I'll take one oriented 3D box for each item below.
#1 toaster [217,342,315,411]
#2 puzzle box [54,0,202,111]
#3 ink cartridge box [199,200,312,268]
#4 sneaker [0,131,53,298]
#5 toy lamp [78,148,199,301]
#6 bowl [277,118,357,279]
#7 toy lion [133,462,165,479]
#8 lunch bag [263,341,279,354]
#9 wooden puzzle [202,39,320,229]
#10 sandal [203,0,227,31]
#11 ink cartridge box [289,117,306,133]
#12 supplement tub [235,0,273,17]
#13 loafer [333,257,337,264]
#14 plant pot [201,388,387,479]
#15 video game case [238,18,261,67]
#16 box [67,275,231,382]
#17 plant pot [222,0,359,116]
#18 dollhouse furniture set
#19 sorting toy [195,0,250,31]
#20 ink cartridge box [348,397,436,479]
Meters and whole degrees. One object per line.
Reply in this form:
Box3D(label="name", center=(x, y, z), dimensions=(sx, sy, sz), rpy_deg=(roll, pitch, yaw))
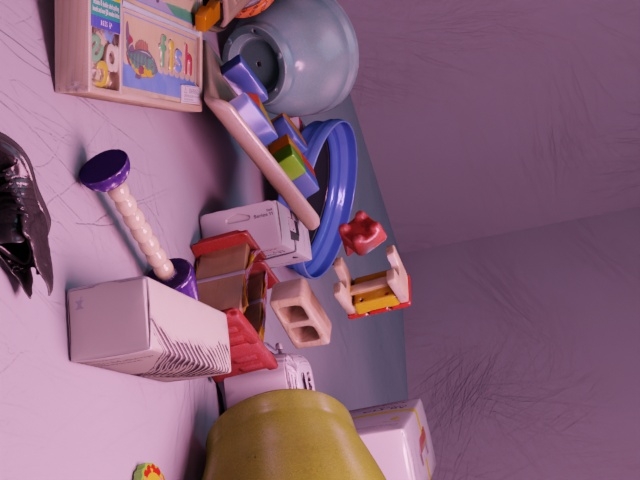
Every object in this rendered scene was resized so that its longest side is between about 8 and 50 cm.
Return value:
Box3D(label="toaster", center=(-0.086, 0.294, 1.530), dimensions=(0.129, 0.147, 0.227), rpy_deg=(27, 52, -74))
Box3D(label="puzzle box", center=(-0.270, -0.339, 1.320), dimensions=(0.409, 0.052, 0.272), rpy_deg=(-21, 112, -76))
Box3D(label="ink cartridge box", center=(-0.117, -0.003, 1.656), dimensions=(0.208, 0.153, 0.086), rpy_deg=(32, 48, -73))
Box3D(label="sneaker", center=(-0.325, -0.027, 0.941), dimensions=(0.089, 0.051, 0.170), rpy_deg=(-94, 170, -52))
Box3D(label="toy lamp", center=(-0.244, 0.001, 1.242), dimensions=(0.080, 0.080, 0.274), rpy_deg=(-89, 161, -47))
Box3D(label="bowl", center=(-0.007, -0.103, 2.137), dimensions=(0.391, 0.077, 0.391), rpy_deg=(12, 90, -73))
Box3D(label="toy lion", center=(-0.221, 0.337, 1.144), dimensions=(0.100, 0.034, 0.096), rpy_deg=(23, 50, -75))
Box3D(label="lunch bag", center=(-0.104, 0.237, 1.735), dimensions=(0.071, 0.053, 0.083), rpy_deg=(44, 27, -72))
Box3D(label="wooden puzzle", center=(-0.108, -0.217, 1.685), dimensions=(0.322, 0.080, 0.348), rpy_deg=(51, 8, -31))
Box3D(label="sandal", center=(-0.256, -0.427, 1.602), dimensions=(0.303, 0.086, 0.120), rpy_deg=(-37, 122, -61))
Box3D(label="ink cartridge box", center=(-0.082, -0.236, 2.142), dimensions=(0.150, 0.109, 0.063), rpy_deg=(46, 34, -69))
Box3D(label="supplement tub", center=(-0.196, -0.588, 1.741), dimensions=(0.316, 0.194, 0.193), rpy_deg=(53, 28, -65))
Box3D(label="loafer", center=(0.000, 0.000, 2.420), dimensions=(0.062, 0.061, 0.170), rpy_deg=(-83, 158, -54))
Box3D(label="plant pot", center=(-0.035, 0.421, 1.284), dimensions=(0.353, 0.367, 0.366), rpy_deg=(-106, 176, -49))
Box3D(label="video game case", center=(-0.117, -0.517, 2.086), dimensions=(0.026, 0.206, 0.227), rpy_deg=(-27, 108, -40))
Box3D(label="box", center=(-0.216, 0.124, 1.170), dimensions=(0.275, 0.113, 0.094), rpy_deg=(40, 41, -69))
Box3D(label="plant pot", center=(-0.090, -0.400, 1.952), dimensions=(0.196, 0.293, 0.293), rpy_deg=(-31, 112, -49))
Box3D(label="dollhouse furniture set", center=(-0.032, 0.080, 1.449), dimensions=(0.201, 0.374, 0.152), rpy_deg=(-87, 157, -45))
Box3D(label="sorting toy", center=(-0.158, -0.495, 1.540), dimensions=(0.307, 0.041, 0.229), rpy_deg=(-61, 161, -49))
Box3D(label="ink cartridge box", center=(0.073, 0.447, 1.814), dimensions=(0.385, 0.279, 0.160), rpy_deg=(9, 69, -78))
